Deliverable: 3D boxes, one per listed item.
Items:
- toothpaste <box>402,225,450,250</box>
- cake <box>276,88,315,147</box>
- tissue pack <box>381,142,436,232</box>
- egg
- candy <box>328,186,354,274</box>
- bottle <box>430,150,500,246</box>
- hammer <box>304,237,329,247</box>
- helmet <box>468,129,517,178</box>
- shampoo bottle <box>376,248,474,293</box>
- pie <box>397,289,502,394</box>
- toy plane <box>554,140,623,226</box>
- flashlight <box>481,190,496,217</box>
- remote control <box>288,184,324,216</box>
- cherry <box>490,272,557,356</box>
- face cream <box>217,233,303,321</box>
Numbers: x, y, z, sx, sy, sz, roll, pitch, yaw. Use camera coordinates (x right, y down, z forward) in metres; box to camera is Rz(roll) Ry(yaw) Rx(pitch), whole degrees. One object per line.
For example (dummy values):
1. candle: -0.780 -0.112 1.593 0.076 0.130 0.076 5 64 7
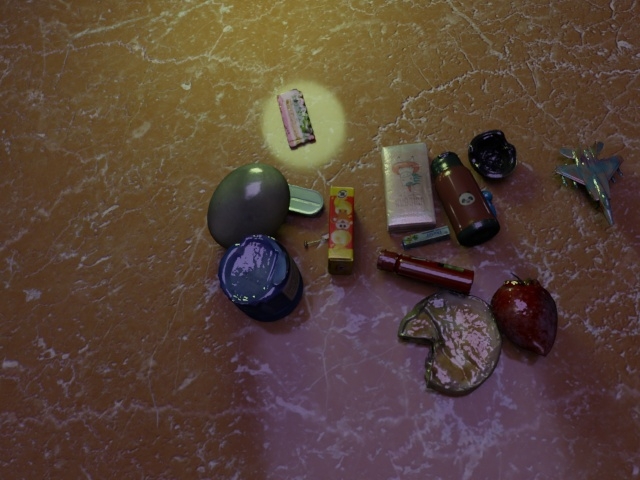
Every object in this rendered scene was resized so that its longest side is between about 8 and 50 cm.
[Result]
1. toothpaste: 0.363 -0.006 1.758 0.164 0.046 0.034 -14 62 4
2. cake: -0.097 -0.482 2.045 0.109 0.090 0.225 -15 84 1
3. tissue pack: 0.312 -0.191 1.831 0.170 0.071 0.325 -3 66 6
4. egg: -0.249 -0.112 1.772 0.352 0.258 0.258 -44 63 25
5. candy: 0.070 -0.034 1.762 0.088 0.146 0.276 3 66 0
6. bottle: 0.482 -0.155 1.747 0.144 0.144 0.336 -18 65 2
7. hammer: 0.000 0.000 1.837 0.123 0.014 0.029 -14 79 1
8. helmet: 0.599 -0.294 1.810 0.153 0.107 0.177 -29 84 -6
9. shampoo bottle: 0.345 0.099 1.680 0.314 0.118 0.076 15 104 16
10. pie: 0.416 0.310 1.599 0.337 0.075 0.337 -2 63 4
11. toy plane: 0.918 -0.187 1.709 0.223 0.104 0.326 -9 70 7
12. flashlight: 0.578 -0.111 1.764 0.051 0.051 0.129 -8 69 6
13. remote control: -0.104 -0.151 1.897 0.247 0.052 0.104 16 69 16
14. cherry: 0.621 0.230 1.536 0.175 0.192 0.249 -32 64 27
15. face cream: -0.196 0.126 1.701 0.249 0.225 0.249 -4 65 9
